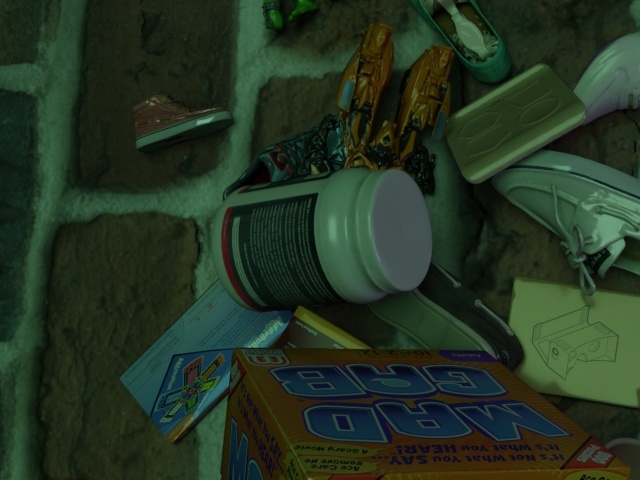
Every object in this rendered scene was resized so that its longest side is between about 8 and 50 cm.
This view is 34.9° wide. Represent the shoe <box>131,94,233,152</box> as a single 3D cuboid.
[{"bbox_3d":[-0.235,-0.210,1.702,0.178,0.063,0.081,-16,79,17],"label":"shoe"}]

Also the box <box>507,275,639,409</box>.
[{"bbox_3d":[0.369,0.147,1.471,0.201,0.021,0.164,8,80,17],"label":"box"}]

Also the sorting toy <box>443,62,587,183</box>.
[{"bbox_3d":[0.282,-0.171,1.503,0.193,0.038,0.208,-31,27,11],"label":"sorting toy"}]

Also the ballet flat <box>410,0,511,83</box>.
[{"bbox_3d":[0.214,-0.354,1.595,0.083,0.087,0.247,-36,70,6],"label":"ballet flat"}]

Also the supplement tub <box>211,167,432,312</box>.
[{"bbox_3d":[0.000,0.000,1.444,0.272,0.191,0.191,-7,75,34],"label":"supplement tub"}]

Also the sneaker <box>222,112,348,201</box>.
[{"bbox_3d":[-0.042,-0.107,1.591,0.262,0.125,0.104,-40,71,4],"label":"sneaker"}]

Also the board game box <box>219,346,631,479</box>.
[{"bbox_3d":[0.087,0.354,1.203,0.356,0.356,0.356,3,103,-17],"label":"board game box"}]

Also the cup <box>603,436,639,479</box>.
[{"bbox_3d":[0.388,0.449,1.268,0.331,0.331,0.237,52,120,20],"label":"cup"}]

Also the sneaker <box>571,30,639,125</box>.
[{"bbox_3d":[0.499,-0.243,1.473,0.305,0.114,0.152,-32,70,7],"label":"sneaker"}]

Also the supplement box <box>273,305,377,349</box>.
[{"bbox_3d":[0.000,0.218,1.467,0.129,0.194,0.191,30,87,20],"label":"supplement box"}]

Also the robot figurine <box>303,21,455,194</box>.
[{"bbox_3d":[0.096,-0.172,1.550,0.211,0.085,0.291,16,84,-10],"label":"robot figurine"}]

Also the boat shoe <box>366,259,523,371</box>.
[{"bbox_3d":[0.160,0.090,1.512,0.335,0.095,0.112,45,127,29],"label":"boat shoe"}]

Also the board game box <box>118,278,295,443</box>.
[{"bbox_3d":[-0.176,0.173,1.616,0.281,0.027,0.145,-44,69,2],"label":"board game box"}]

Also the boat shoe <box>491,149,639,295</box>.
[{"bbox_3d":[0.397,-0.001,1.432,0.367,0.136,0.156,23,67,13],"label":"boat shoe"}]

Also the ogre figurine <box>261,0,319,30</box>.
[{"bbox_3d":[-0.024,-0.441,1.685,0.197,0.097,0.118,-31,89,23],"label":"ogre figurine"}]
